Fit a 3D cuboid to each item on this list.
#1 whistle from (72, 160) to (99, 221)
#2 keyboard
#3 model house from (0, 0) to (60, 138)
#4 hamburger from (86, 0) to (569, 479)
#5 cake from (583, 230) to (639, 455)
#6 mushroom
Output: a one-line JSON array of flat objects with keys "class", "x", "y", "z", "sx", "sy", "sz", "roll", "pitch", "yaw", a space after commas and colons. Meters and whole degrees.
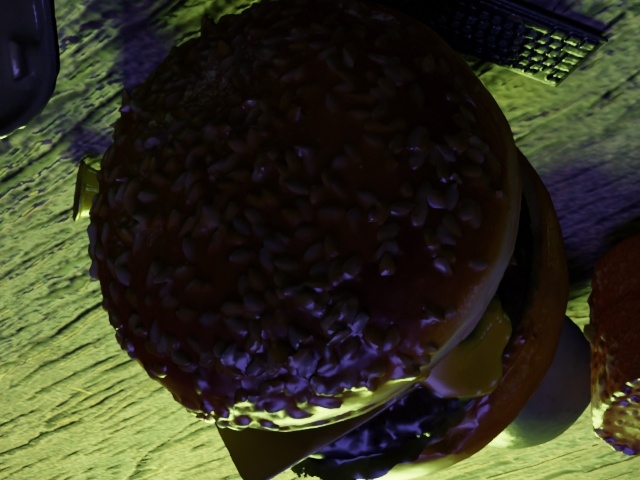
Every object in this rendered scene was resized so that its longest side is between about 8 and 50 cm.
[{"class": "whistle", "x": -0.132, "y": -0.024, "z": 1.297, "sx": 0.109, "sy": 0.046, "sz": 0.057, "roll": 10, "pitch": 139, "yaw": -18}, {"class": "keyboard", "x": 0.074, "y": -0.139, "z": 1.049, "sx": 0.198, "sy": 0.010, "sz": 0.063, "roll": 18, "pitch": 150, "yaw": -20}, {"class": "model house", "x": -0.308, "y": -0.174, "z": 0.977, "sx": 0.205, "sy": 0.218, "sz": 0.278, "roll": -20, "pitch": -150, "yaw": -35}, {"class": "hamburger", "x": 0.000, "y": 0.000, "z": 1.052, "sx": 0.291, "sy": 0.291, "sz": 0.225, "roll": -5, "pitch": 160, "yaw": 23}, {"class": "cake", "x": 0.335, "y": 0.075, "z": 1.260, "sx": 0.283, "sy": 0.151, "sz": 0.177, "roll": 10, "pitch": 141, "yaw": -5}, {"class": "mushroom", "x": 0.142, "y": 0.099, "z": 1.352, "sx": 0.141, "sy": 0.117, "sz": 0.188, "roll": 11, "pitch": 153, "yaw": 28}]
